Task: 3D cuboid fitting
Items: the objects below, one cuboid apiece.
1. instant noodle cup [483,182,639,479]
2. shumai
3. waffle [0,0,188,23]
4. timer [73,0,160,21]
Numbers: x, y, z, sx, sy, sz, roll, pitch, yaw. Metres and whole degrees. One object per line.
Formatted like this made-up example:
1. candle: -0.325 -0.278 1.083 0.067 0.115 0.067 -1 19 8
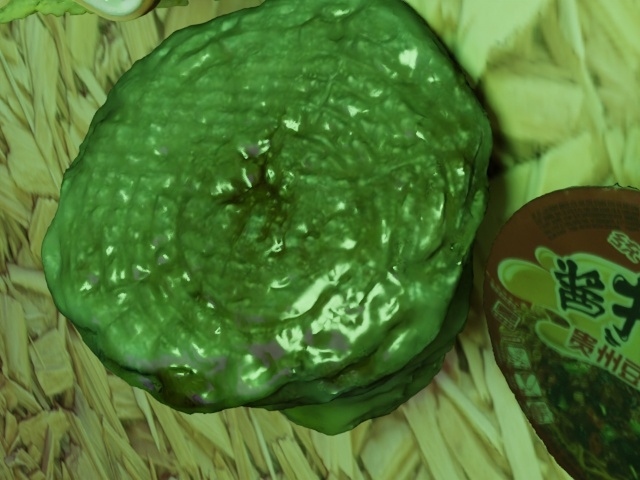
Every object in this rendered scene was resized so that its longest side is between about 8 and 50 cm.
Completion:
1. instant noodle cup: 0.225 0.067 0.804 0.274 0.090 0.274 35 144 30
2. shumai: 0.000 0.000 1.004 0.309 0.304 0.263 32 176 30
3. waffle: -0.115 -0.161 0.950 0.125 0.191 0.032 45 160 16
4. timer: -0.153 -0.299 0.857 0.250 0.161 0.257 38 124 15
